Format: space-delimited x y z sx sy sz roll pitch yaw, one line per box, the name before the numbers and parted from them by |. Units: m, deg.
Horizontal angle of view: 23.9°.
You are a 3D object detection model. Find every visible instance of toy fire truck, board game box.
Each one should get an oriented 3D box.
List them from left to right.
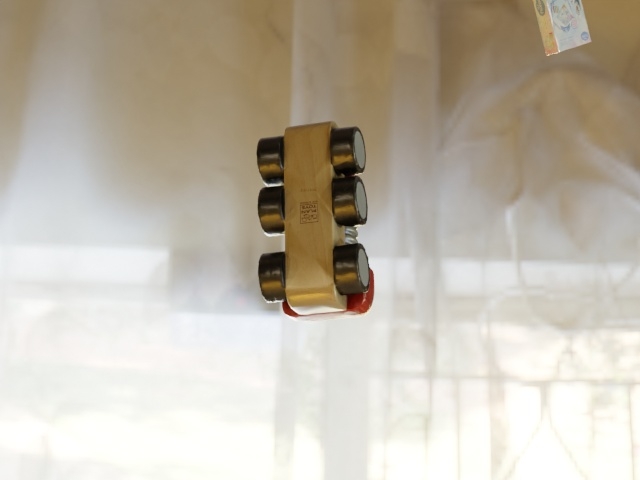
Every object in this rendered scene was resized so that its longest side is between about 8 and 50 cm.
toy fire truck | 0.000 0.000 1.793 0.158 0.217 0.246 -7 161 16
board game box | 0.289 -0.275 1.820 0.020 0.090 0.090 -11 -173 38
